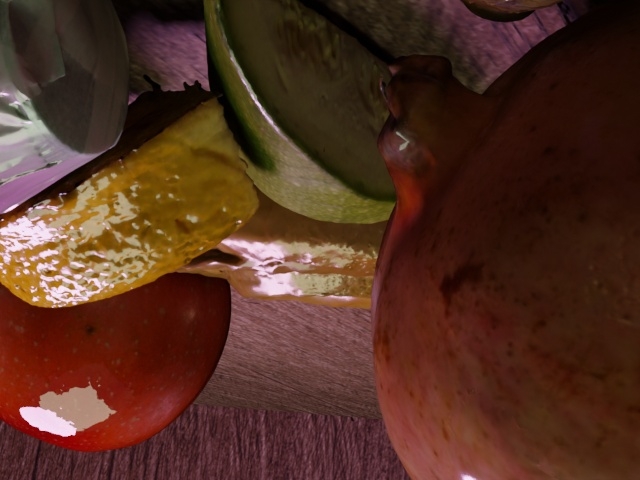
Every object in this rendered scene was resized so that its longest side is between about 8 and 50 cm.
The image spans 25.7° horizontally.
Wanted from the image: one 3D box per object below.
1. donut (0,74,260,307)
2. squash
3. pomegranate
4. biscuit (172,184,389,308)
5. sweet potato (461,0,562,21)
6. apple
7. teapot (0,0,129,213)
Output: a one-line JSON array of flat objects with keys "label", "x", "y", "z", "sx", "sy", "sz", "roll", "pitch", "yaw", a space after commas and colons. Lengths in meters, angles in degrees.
[{"label": "donut", "x": -0.158, "y": -0.025, "z": 0.884, "sx": 0.259, "sy": 0.152, "sz": 0.101, "roll": 13, "pitch": 136, "yaw": 58}, {"label": "squash", "x": 0.011, "y": -0.079, "z": 0.813, "sx": 0.169, "sy": 0.093, "sz": 0.252, "roll": 9, "pitch": 167, "yaw": -1}, {"label": "pomegranate", "x": 0.157, "y": 0.022, "z": 0.696, "sx": 0.338, "sy": 0.338, "sz": 0.338, "roll": 7, "pitch": 167, "yaw": 2}, {"label": "biscuit", "x": 0.000, "y": 0.000, "z": 1.079, "sx": 0.296, "sy": 0.102, "sz": 0.296, "roll": 7, "pitch": 176, "yaw": 0}, {"label": "sweet potato", "x": 0.090, "y": -0.140, "z": 0.519, "sx": 0.114, "sy": 0.092, "sz": 0.341, "roll": -6, "pitch": 171, "yaw": -16}, {"label": "apple", "x": -0.211, "y": 0.066, "z": 1.243, "sx": 0.260, "sy": 0.217, "sz": 0.260, "roll": 17, "pitch": -179, "yaw": 0}, {"label": "teapot", "x": -0.199, "y": -0.116, "z": 0.741, "sx": 0.178, "sy": 0.222, "sz": 0.163, "roll": -10, "pitch": -159, "yaw": 20}]
